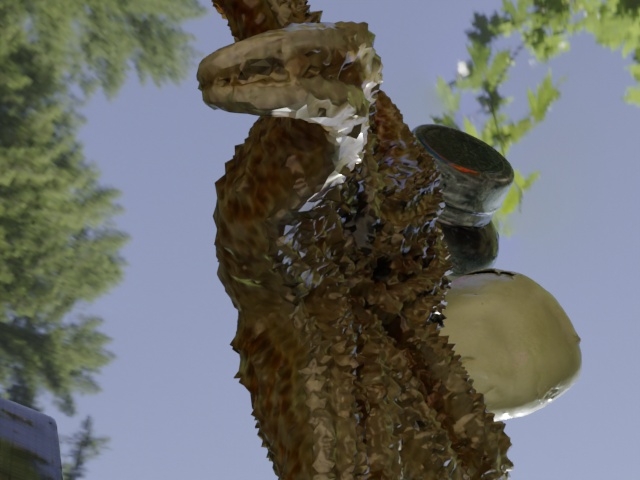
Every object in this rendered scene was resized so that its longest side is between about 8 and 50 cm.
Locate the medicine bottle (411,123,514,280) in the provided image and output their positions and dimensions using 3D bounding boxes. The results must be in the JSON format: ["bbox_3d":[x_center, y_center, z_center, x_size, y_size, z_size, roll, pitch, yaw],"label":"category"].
[{"bbox_3d":[0.074,0.040,1.225,0.141,0.141,0.293,35,-62,20],"label":"medicine bottle"}]

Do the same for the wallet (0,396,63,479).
[{"bbox_3d":[-0.221,0.068,0.571,0.230,0.124,0.042,27,-84,-20],"label":"wallet"}]

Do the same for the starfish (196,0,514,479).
[{"bbox_3d":[-0.004,-0.001,0.497,0.113,0.312,0.303,-17,-103,11],"label":"starfish"}]

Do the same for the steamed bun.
[{"bbox_3d":[0.106,0.069,0.891,0.112,0.130,0.091,-25,-78,-23],"label":"steamed bun"}]
